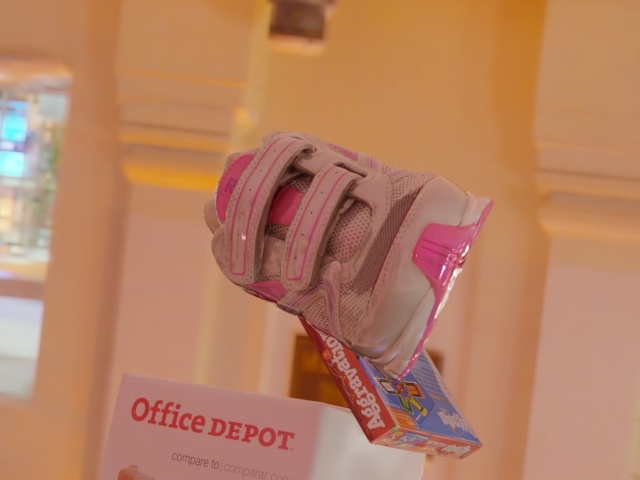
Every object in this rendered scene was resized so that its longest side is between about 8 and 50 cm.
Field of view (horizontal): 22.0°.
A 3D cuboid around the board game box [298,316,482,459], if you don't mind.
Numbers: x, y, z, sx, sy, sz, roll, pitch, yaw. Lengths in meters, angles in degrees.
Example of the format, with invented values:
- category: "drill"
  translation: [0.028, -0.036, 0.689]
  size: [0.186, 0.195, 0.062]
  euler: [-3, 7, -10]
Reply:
- category: "board game box"
  translation: [0.050, 0.096, 1.262]
  size: [0.027, 0.145, 0.281]
  euler: [-34, 162, 9]

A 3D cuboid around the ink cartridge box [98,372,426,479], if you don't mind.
- category: "ink cartridge box"
  translation: [-0.085, 0.330, 1.529]
  size: [0.279, 0.384, 0.160]
  euler: [4, 168, 42]

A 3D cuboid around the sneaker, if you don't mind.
- category: "sneaker"
  translation: [0.000, 0.000, 0.851]
  size: [0.111, 0.103, 0.252]
  euler: [29, 170, -17]
